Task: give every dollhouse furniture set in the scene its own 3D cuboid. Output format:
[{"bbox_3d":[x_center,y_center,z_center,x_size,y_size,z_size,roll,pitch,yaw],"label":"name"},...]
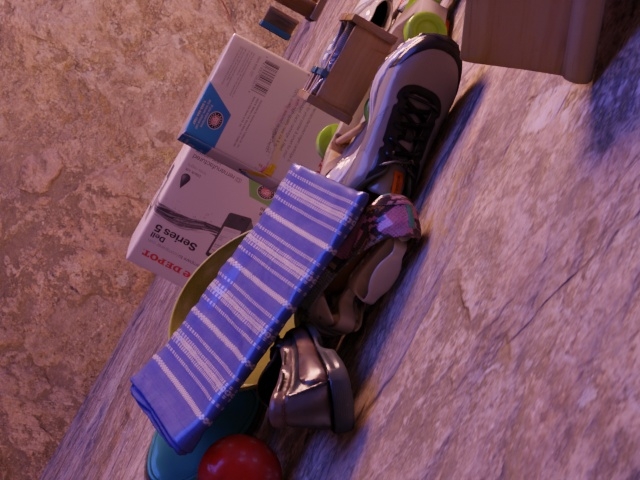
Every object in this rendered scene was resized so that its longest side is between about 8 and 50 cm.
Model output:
[{"bbox_3d":[-0.019,-0.254,1.931,0.129,0.183,0.129,-61,10,4],"label":"dollhouse furniture set"}]

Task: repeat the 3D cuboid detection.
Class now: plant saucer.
[{"bbox_3d":[-0.067,0.084,1.761,0.241,0.037,0.241,-18,45,19],"label":"plant saucer"}]

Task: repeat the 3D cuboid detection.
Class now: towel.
[{"bbox_3d":[-0.086,0.066,1.634,0.336,0.040,0.243,-55,20,-2],"label":"towel"}]

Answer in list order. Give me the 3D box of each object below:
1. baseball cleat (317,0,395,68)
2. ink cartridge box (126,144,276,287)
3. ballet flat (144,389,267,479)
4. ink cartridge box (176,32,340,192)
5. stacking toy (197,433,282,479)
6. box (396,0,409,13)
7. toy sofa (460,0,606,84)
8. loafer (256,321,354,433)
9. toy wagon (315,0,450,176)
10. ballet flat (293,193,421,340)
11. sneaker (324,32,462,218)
[{"bbox_3d":[0.056,-0.323,2.476,0.206,0.072,0.109,-63,16,16],"label":"baseball cleat"},{"bbox_3d":[-0.182,-0.050,2.550,0.273,0.198,0.115,-58,12,20],"label":"ink cartridge box"},{"bbox_3d":[-0.104,0.184,1.814,0.123,0.123,0.348,-46,17,57],"label":"ballet flat"},{"bbox_3d":[-0.074,-0.177,2.257,0.171,0.232,0.168,-63,8,-5],"label":"ink cartridge box"},{"bbox_3d":[-0.150,0.349,1.545,0.330,0.141,0.141,-58,9,-13],"label":"stacking toy"},{"bbox_3d":[0.186,-0.429,2.199,0.207,0.036,0.114,-63,10,-6],"label":"box"},{"bbox_3d":[0.238,-0.300,1.364,0.362,0.177,0.150,-74,-9,-51],"label":"toy sofa"},{"bbox_3d":[-0.031,0.140,1.516,0.267,0.084,0.096,-160,61,-79],"label":"loafer"},{"bbox_3d":[0.100,-0.233,2.012,0.344,0.068,0.267,-63,10,-12],"label":"toy wagon"},{"bbox_3d":[0.038,0.048,1.581,0.221,0.077,0.079,-55,31,32],"label":"ballet flat"},{"bbox_3d":[0.089,-0.106,1.688,0.271,0.100,0.108,-63,24,11],"label":"sneaker"}]
